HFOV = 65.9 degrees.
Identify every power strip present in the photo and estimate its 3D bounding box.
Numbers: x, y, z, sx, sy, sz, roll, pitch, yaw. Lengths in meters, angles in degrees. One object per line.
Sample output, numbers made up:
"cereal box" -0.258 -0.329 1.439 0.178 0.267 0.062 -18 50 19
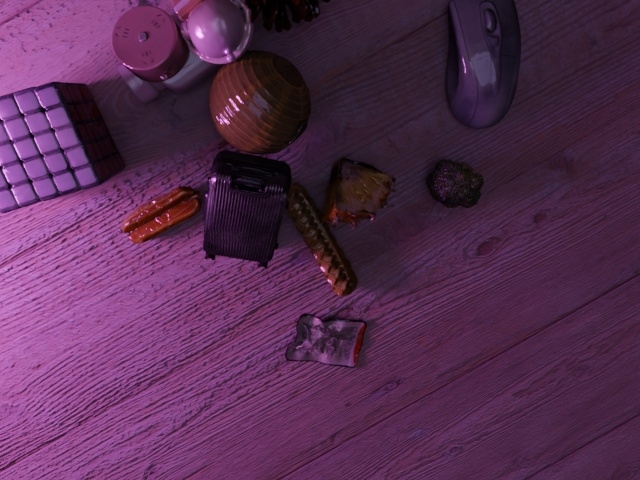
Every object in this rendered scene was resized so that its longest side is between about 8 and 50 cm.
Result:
"power strip" -0.378 -0.434 1.099 0.154 0.078 0.154 -1 84 5

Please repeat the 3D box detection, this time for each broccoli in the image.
"broccoli" 0.374 -0.153 1.365 0.162 0.146 0.138 39 63 2

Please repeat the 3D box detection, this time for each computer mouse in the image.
"computer mouse" 0.432 -0.482 1.292 0.188 0.122 0.370 -9 102 -6

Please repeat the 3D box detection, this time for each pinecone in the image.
"pinecone" -0.082 -0.610 1.124 0.264 0.264 0.264 -2 105 -7

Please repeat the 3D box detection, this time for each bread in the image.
"bread" -0.001 0.001 1.373 0.077 0.084 0.367 -24 108 22

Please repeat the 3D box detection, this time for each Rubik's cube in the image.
"Rubik's cube" -0.635 -0.220 1.147 0.237 0.237 0.238 -19 106 -2

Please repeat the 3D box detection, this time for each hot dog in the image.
"hot dog" -0.413 -0.072 1.306 0.236 0.062 0.092 -25 106 2

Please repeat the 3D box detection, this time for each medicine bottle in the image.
"medicine bottle" -0.335 -0.456 1.191 0.296 0.111 0.161 -36 91 1

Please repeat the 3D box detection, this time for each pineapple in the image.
"pineapple" 0.090 -0.132 1.325 0.236 0.114 0.186 -35 93 -29

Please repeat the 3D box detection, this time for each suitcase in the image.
"suitcase" -0.192 -0.073 1.251 0.202 0.128 0.312 9 135 -9

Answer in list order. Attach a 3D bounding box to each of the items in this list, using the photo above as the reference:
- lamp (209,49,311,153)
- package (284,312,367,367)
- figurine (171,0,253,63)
"lamp" -0.159 -0.310 1.193 0.250 0.250 0.284 41 124 -15
"package" 0.016 0.300 1.479 0.232 0.040 0.166 8 106 -18
"figurine" -0.238 -0.489 1.073 0.162 0.141 0.236 -34 90 18
